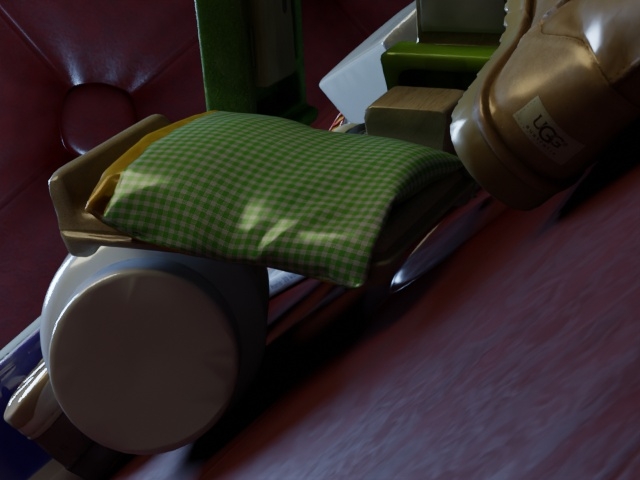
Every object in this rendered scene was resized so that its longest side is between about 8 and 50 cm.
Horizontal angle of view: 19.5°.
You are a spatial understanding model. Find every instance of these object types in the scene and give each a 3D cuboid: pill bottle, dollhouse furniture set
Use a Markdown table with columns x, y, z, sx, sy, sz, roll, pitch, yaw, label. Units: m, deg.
| x | y | z | sx | sy | sz | roll | pitch | yaw | label |
| --- | --- | --- | --- | --- | --- | --- | --- | --- | --- |
| -0.096 | 0.047 | 1.098 | 0.131 | 0.131 | 0.229 | -41 | 8 | 5 | pill bottle |
| -0.008 | -0.100 | 1.060 | 0.198 | 0.151 | 0.301 | 5 | 21 | 21 | dollhouse furniture set |

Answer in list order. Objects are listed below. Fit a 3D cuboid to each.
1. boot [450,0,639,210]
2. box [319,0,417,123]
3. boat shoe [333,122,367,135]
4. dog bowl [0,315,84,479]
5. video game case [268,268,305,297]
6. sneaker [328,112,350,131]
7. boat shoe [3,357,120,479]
| x | y | z | sx | sy | sz | roll | pitch | yaw | label |
| --- | --- | --- | --- | --- | --- | --- | --- | --- | --- |
| 0.197 | -0.139 | 0.837 | 0.269 | 0.089 | 0.236 | -37 | 17 | 39 | boot |
| 0.089 | -0.151 | 1.609 | 0.113 | 0.094 | 0.275 | -42 | 5 | -8 | box |
| 0.032 | -0.030 | 1.247 | 0.079 | 0.084 | 0.233 | 1 | 12 | 17 | boat shoe |
| -0.207 | 0.124 | 1.417 | 0.265 | 0.104 | 0.265 | -41 | 6 | 5 | dog bowl |
| 0.000 | 0.000 | 1.435 | 0.119 | 0.015 | 0.166 | -44 | 6 | -27 | video game case |
| 0.005 | -0.074 | 1.849 | 0.175 | 0.064 | 0.067 | -35 | -14 | 8 | sneaker |
| -0.092 | 0.046 | 1.284 | 0.285 | 0.092 | 0.103 | -46 | 12 | -19 | boat shoe |
